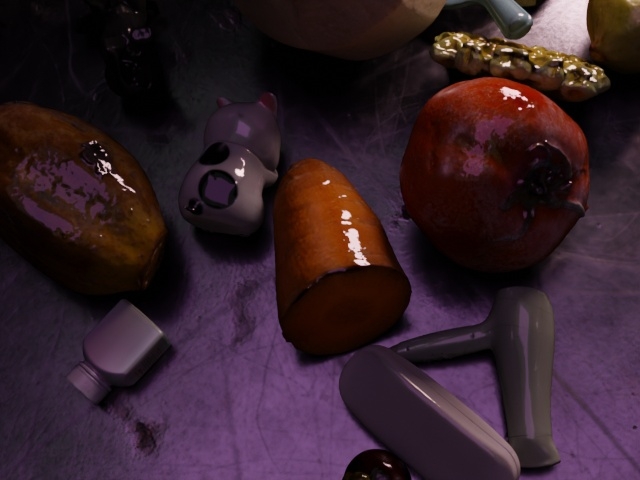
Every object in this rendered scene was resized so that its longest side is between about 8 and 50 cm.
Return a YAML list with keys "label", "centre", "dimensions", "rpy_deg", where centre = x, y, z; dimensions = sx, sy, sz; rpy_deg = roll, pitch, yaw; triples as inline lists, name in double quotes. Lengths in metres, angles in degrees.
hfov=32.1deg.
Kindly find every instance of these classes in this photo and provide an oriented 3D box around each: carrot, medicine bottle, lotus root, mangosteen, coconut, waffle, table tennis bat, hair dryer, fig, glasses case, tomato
- label: "carrot"
  centre: [0.000, 0.000, 1.330]
  dimensions: [0.159, 0.159, 0.225]
  rpy_deg: [-19, 58, -2]
- label: "medicine bottle"
  centre: [-0.248, 0.139, 1.339]
  dimensions: [0.074, 0.055, 0.118]
  rpy_deg: [38, 75, 17]
- label: "lotus root"
  centre: [-0.306, -0.052, 1.356]
  dimensions: [0.291, 0.193, 0.193]
  rpy_deg: [36, 76, 17]
- label: "mangosteen"
  centre: [0.063, 0.273, 1.243]
  dimensions: [0.081, 0.081, 0.081]
  rpy_deg: [-2, 68, 5]
- label: "coconut"
  centre: [0.030, -0.379, 1.403]
  dimensions: [0.323, 0.323, 0.322]
  rpy_deg: [-2, 68, 5]
- label: "waffle"
  centre: [0.245, -0.213, 1.370]
  dimensions: [0.224, 0.204, 0.054]
  rpy_deg: [15, 105, 9]
- label: "table tennis bat"
  centre: [0.205, -0.346, 1.466]
  dimensions: [0.153, 0.040, 0.244]
  rpy_deg: [-35, 53, 8]
- label: "hair dryer"
  centre: [0.156, 0.161, 1.298]
  dimensions: [0.237, 0.075, 0.206]
  rpy_deg: [-2, 75, 13]
- label: "fig"
  centre: [0.396, -0.277, 1.395]
  dimensions: [0.121, 0.153, 0.136]
  rpy_deg: [-22, 106, 26]
- label: "glasses case"
  centre: [0.120, 0.211, 1.257]
  dimensions: [0.233, 0.059, 0.092]
  rpy_deg: [38, 117, 18]
- label: "tomato"
  centre: [0.198, -0.075, 1.303]
  dimensions: [0.232, 0.232, 0.188]
  rpy_deg: [-38, 30, -9]

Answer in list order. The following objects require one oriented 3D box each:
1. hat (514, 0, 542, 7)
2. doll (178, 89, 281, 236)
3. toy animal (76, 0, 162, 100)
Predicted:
- label: "hat"
  centre: [0.275, -0.358, 1.483]
  dimensions: [0.076, 0.059, 0.077]
  rpy_deg: [37, 81, 22]
- label: "doll"
  centre: [-0.109, -0.091, 1.391]
  dimensions: [0.110, 0.107, 0.180]
  rpy_deg: [5, 61, 30]
- label: "toy animal"
  centre: [-0.271, -0.293, 1.464]
  dimensions: [0.115, 0.146, 0.245]
  rpy_deg: [-5, 69, -3]
